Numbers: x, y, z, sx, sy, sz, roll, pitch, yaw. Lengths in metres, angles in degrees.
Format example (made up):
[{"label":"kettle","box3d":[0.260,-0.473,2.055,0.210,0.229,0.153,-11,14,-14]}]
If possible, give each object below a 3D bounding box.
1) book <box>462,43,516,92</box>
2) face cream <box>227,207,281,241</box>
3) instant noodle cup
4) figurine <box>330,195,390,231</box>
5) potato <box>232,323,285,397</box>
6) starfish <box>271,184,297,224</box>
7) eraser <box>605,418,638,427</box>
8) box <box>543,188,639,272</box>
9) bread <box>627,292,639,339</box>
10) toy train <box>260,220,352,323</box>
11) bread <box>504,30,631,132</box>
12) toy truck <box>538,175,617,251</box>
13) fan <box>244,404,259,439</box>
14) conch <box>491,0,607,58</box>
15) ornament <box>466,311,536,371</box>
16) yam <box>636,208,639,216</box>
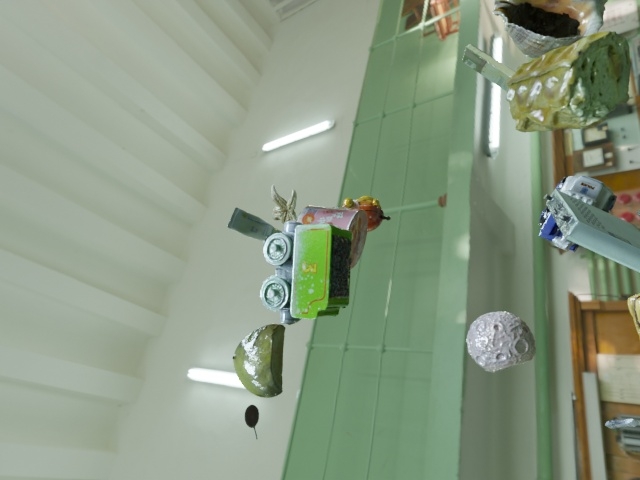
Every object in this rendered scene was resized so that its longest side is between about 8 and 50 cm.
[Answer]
[{"label":"book","box3d":[0.616,-0.567,1.416,0.290,0.026,0.201,37,-164,5]},{"label":"face cream","box3d":[-0.278,-0.054,1.759,0.224,0.070,0.114,27,-127,-17]},{"label":"instant noodle cup","box3d":[0.041,-0.029,1.633,0.243,0.232,0.242,-46,-37,-50]},{"label":"figurine","box3d":[0.214,-0.130,2.307,0.320,0.324,0.195,52,-163,-62]},{"label":"potato","box3d":[-0.224,0.484,1.607,0.269,0.255,0.112,-44,-50,3]},{"label":"starfish","box3d":[-0.157,-0.145,1.841,0.216,0.238,0.071,38,-131,-6]},{"label":"eraser","box3d":[0.965,0.587,1.318,0.027,0.099,0.019,30,-122,-3]},{"label":"box","box3d":[0.553,-0.019,0.807,0.045,0.211,0.270,-68,-11,26]},{"label":"bread","box3d":[0.854,0.215,1.013,0.200,0.116,0.077,66,-160,-9]},{"label":"toy train","box3d":[-0.036,0.092,1.206,0.174,0.249,0.306,15,-103,-60]},{"label":"bread","box3d":[0.630,-0.396,1.066,0.196,0.252,0.238,-6,-86,-13]},{"label":"toy truck","box3d":[0.736,-0.081,1.197,0.177,0.161,0.213,-7,-58,-51]},{"label":"fan","box3d":[-0.265,0.717,1.622,0.085,0.005,0.133,-1,-104,-59]},{"label":"conch","box3d":[0.713,-0.667,1.288,0.209,0.353,0.296,73,-164,-55]},{"label":"ornament","box3d":[0.728,0.409,1.682,0.260,0.260,0.224,17,-131,-51]},{"label":"yam","box3d":[0.877,0.019,0.978,0.061,0.061,0.273,23,-145,-49]}]
